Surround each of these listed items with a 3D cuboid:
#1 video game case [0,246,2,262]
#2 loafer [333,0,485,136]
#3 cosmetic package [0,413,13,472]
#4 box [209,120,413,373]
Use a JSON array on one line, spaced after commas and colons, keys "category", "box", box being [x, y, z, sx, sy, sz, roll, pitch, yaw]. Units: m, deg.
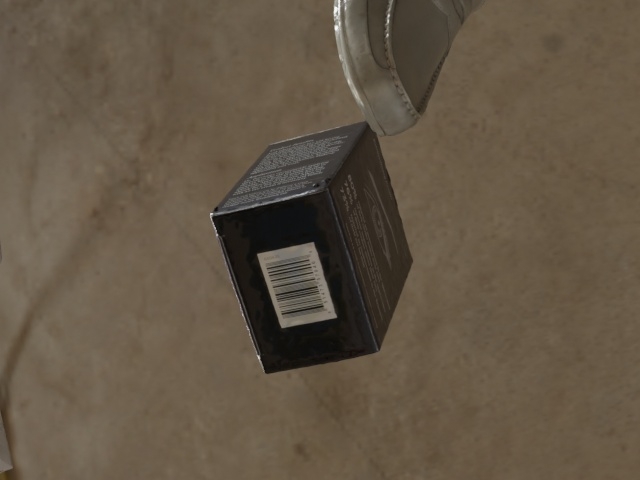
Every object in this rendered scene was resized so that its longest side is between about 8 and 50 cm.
[{"category": "video game case", "box": [-0.162, -0.005, 0.349, 0.023, 0.183, 0.201, 29, 142, 15]}, {"category": "loafer", "box": [0.083, -0.212, 1.069, 0.112, 0.112, 0.319, -12, 44, 22]}, {"category": "cosmetic package", "box": [-0.276, 0.088, 0.720, 0.099, 0.239, 0.060, -27, 57, 2]}, {"category": "box", "box": [0.000, 0.000, 1.123, 0.108, 0.207, 0.153, -12, 107, 17]}]
